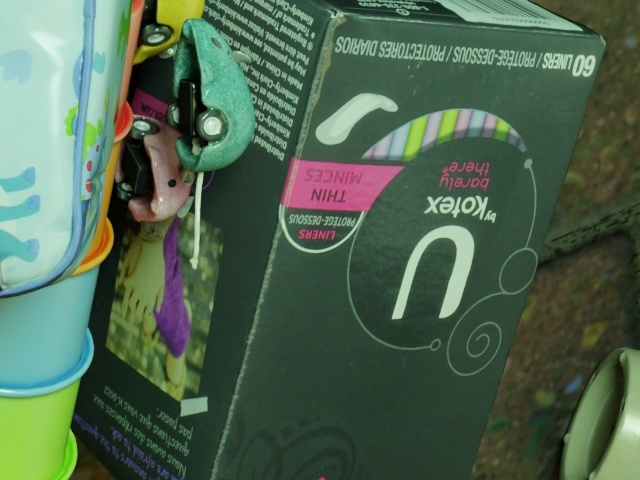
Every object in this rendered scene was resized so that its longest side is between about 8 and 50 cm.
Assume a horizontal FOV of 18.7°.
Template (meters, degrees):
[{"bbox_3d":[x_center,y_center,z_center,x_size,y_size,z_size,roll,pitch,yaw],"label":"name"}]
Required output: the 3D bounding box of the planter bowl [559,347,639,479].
[{"bbox_3d":[0.206,0.124,1.130,0.109,0.162,0.162,22,104,-7],"label":"planter bowl"}]

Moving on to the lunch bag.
[{"bbox_3d":[-0.160,-0.088,0.725,0.176,0.090,0.219,8,94,1],"label":"lunch bag"}]

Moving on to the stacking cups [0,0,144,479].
[{"bbox_3d":[-0.132,0.020,0.876,0.096,0.096,0.316,0,124,-29],"label":"stacking cups"}]

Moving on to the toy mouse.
[{"bbox_3d":[-0.058,-0.050,0.834,0.031,0.143,0.161,-3,148,-26],"label":"toy mouse"}]

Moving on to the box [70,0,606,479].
[{"bbox_3d":[0.000,0.000,0.934,0.165,0.143,0.270,-1,115,-36],"label":"box"}]
